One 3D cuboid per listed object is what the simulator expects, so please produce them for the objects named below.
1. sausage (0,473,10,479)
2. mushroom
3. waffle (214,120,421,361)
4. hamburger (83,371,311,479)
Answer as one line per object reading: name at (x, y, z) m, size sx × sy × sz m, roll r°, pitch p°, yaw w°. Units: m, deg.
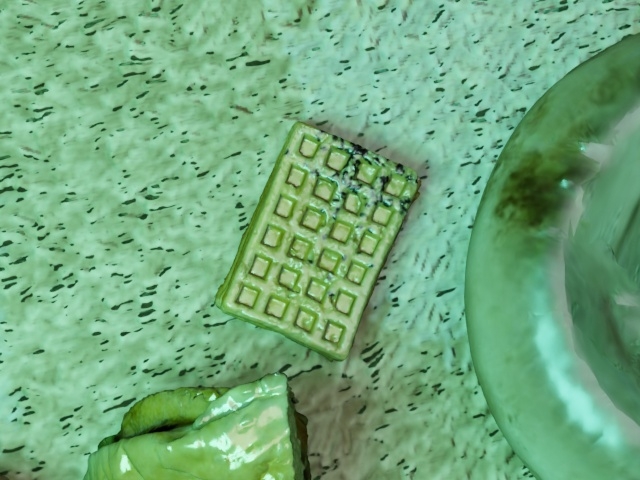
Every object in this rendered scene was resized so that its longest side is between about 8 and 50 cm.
sausage at (-0.291, 0.214, 1.181) m, size 0.254 × 0.148 × 0.148 m, roll 1°, pitch 83°, yaw -2°
mushroom at (0.275, 0.028, 1.162) m, size 0.362 × 0.294 × 0.362 m, roll 1°, pitch 80°, yaw -3°
waffle at (0.000, 0.000, 1.275) m, size 0.102 × 0.042 × 0.148 m, roll 24°, pitch 82°, yaw -1°
hamburger at (-0.072, 0.158, 1.168) m, size 0.155 × 0.208 × 0.135 m, roll -6°, pitch 80°, yaw -9°
